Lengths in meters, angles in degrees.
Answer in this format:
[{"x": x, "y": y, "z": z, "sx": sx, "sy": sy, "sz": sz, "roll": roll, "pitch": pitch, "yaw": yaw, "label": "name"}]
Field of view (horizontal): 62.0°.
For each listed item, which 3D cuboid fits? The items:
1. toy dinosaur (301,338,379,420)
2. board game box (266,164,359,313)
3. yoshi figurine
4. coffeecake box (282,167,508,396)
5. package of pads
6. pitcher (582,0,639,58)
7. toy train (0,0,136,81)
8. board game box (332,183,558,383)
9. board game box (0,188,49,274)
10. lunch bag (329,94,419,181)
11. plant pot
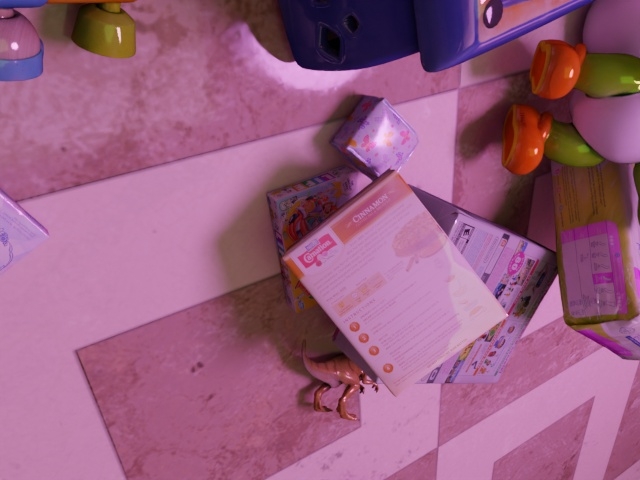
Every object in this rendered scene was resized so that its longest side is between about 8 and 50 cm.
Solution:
[{"x": 0.021, "y": 0.182, "z": 0.724, "sx": 0.212, "sy": 0.064, "sz": 0.112, "roll": 12, "pitch": 89, "yaw": -47, "label": "toy dinosaur"}, {"x": 0.000, "y": 0.000, "z": 0.623, "sx": 0.104, "sy": 0.026, "sz": 0.154, "roll": -23, "pitch": 125, "yaw": -22, "label": "board game box"}, {"x": 0.416, "y": -0.110, "z": 0.624, "sx": 0.363, "sy": 0.203, "sz": 0.202, "roll": 13, "pitch": 85, "yaw": 3, "label": "yoshi figurine"}, {"x": 0.075, "y": 0.041, "z": 0.554, "sx": 0.142, "sy": 0.068, "sz": 0.185, "roll": -38, "pitch": 96, "yaw": 7, "label": "coffeecake box"}, {"x": 0.430, "y": 0.008, "z": 0.781, "sx": 0.229, "sy": 0.101, "sz": 0.296, "roll": 26, "pitch": 60, "yaw": -40, "label": "package of pads"}, {"x": 0.464, "y": -0.256, "z": 0.676, "sx": 0.178, "sy": 0.207, "sz": 0.125, "roll": 14, "pitch": 103, "yaw": -43, "label": "pitcher"}, {"x": -0.147, "y": -0.201, "z": 0.387, "sx": 0.248, "sy": 0.105, "sz": 0.143, "roll": -30, "pitch": 148, "yaw": -47, "label": "toy train"}, {"x": 0.187, "y": 0.076, "z": 0.727, "sx": 0.304, "sy": 0.097, "sz": 0.223, "roll": 16, "pitch": 104, "yaw": -43, "label": "board game box"}, {"x": -0.290, "y": -0.006, "z": 0.431, "sx": 0.090, "sy": 0.020, "sz": 0.090, "roll": -40, "pitch": 129, "yaw": -9, "label": "board game box"}, {"x": 0.064, "y": -0.108, "z": 0.592, "sx": 0.083, "sy": 0.053, "sz": 0.071, "roll": 36, "pitch": 90, "yaw": -31, "label": "lunch bag"}, {"x": 0.100, "y": -0.271, "z": 0.422, "sx": 0.236, "sy": 0.212, "sz": 0.235, "roll": -29, "pitch": 127, "yaw": -21, "label": "plant pot"}]
